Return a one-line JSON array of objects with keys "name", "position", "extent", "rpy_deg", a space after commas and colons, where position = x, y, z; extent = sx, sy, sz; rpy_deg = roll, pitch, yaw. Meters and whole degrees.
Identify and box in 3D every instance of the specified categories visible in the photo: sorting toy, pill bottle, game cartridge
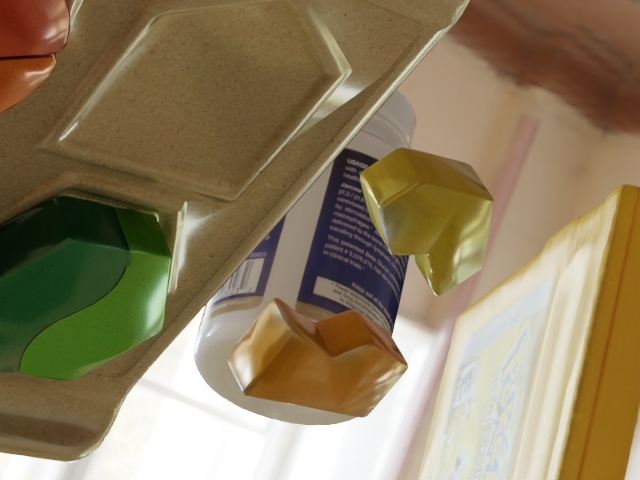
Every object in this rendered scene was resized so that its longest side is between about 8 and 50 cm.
[{"name": "sorting toy", "position": [-0.052, -0.016, 0.539], "extent": [0.307, 0.229, 0.041], "rpy_deg": [15, -146, -41]}, {"name": "pill bottle", "position": [0.000, 0.000, 0.922], "extent": [0.094, 0.169, 0.094], "rpy_deg": [11, 147, 7]}, {"name": "game cartridge", "position": [0.119, 0.140, 1.137], "extent": [0.052, 0.285, 0.324], "rpy_deg": [17, 162, -5]}]
